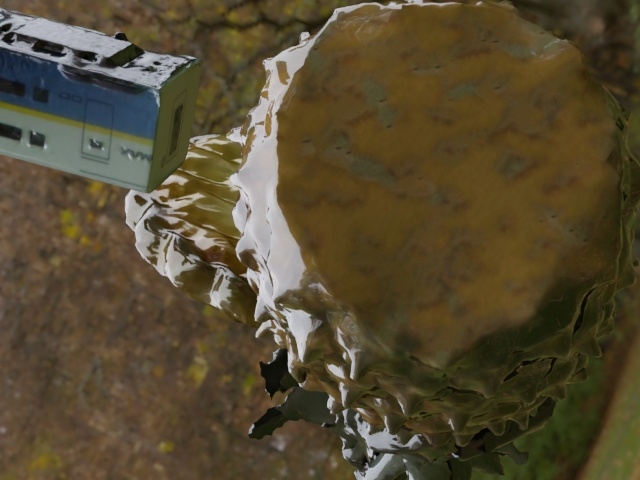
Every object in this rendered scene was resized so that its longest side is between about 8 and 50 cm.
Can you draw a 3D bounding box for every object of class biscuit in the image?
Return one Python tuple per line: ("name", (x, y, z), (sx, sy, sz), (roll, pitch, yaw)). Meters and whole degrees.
("biscuit", (0.000, 0.000, 1.083), (0.335, 0.329, 0.078), (55, 131, 55))

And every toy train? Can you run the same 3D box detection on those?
("toy train", (-0.167, -0.077, 0.561), (0.052, 0.234, 0.051), (-56, -21, -64))

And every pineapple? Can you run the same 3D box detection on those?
("pineapple", (0.031, 0.028, 0.443), (0.125, 0.125, 0.251), (-61, -14, -19))
